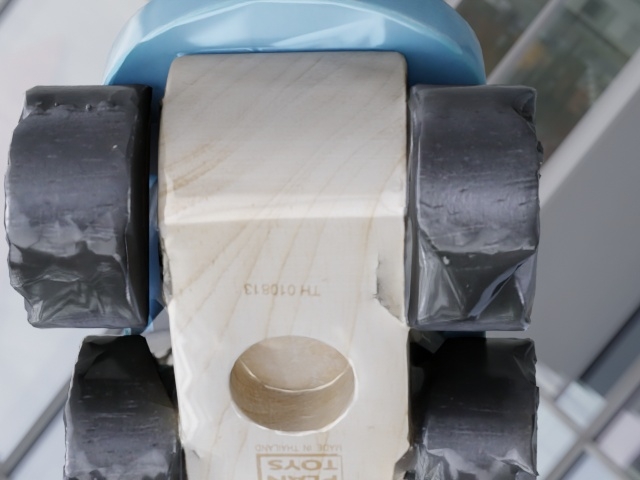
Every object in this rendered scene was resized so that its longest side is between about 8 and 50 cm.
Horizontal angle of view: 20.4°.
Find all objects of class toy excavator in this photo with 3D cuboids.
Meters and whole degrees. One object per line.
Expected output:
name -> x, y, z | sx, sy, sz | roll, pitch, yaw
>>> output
toy excavator -> 0.000, 0.000, 0.980 | 0.222, 0.433, 0.445 | 0, -143, 4
